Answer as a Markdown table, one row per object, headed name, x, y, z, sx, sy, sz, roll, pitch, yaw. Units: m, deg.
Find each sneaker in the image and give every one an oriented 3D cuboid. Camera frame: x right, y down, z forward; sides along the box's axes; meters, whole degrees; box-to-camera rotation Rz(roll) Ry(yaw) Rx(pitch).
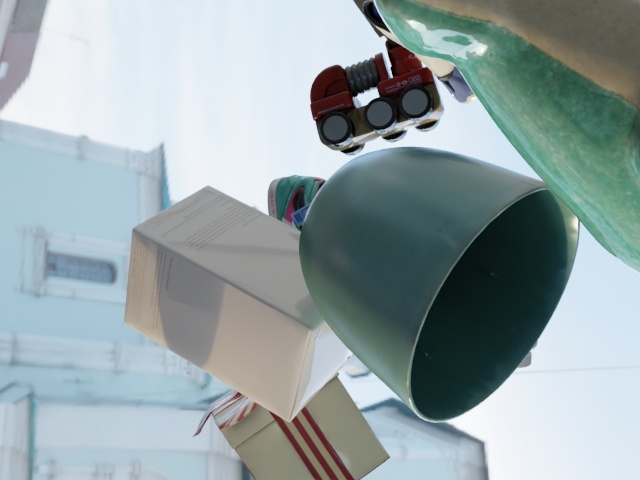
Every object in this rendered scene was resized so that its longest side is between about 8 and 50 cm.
| name | x | y | z | sx | sy | sz | roll | pitch | yaw |
| --- | --- | --- | --- | --- | --- | --- | --- | --- | --- |
| sneaker | 0.000 | 0.000 | 1.764 | 0.178 | 0.124 | 0.295 | -11 | -90 | 41 |
| sneaker | 0.151 | -0.332 | 1.232 | 0.127 | 0.182 | 0.315 | -44 | -154 | 16 |

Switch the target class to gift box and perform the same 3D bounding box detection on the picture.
| name | x | y | z | sx | sy | sz | roll | pitch | yaw |
| --- | --- | --- | --- | --- | --- | --- | --- | --- | --- |
| gift box | -0.067 | 0.342 | 1.549 | 0.258 | 0.276 | 0.255 | 59 | -16 | -4 |

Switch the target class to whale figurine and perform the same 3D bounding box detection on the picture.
| name | x | y | z | sx | sy | sz | roll | pitch | yaw |
| --- | --- | --- | --- | --- | --- | --- | --- | --- | --- |
| whale figurine | 0.140 | -0.066 | 0.419 | 0.216 | 0.272 | 0.141 | -87 | -161 | -54 |

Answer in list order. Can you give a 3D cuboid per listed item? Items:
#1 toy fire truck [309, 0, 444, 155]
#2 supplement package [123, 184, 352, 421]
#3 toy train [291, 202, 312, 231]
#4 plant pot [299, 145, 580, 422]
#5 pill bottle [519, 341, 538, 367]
| name | x | y | z | sx | sy | sz | roll | pitch | yaw |
| --- | --- | --- | --- | --- | --- | --- | --- | --- | --- |
| toy fire truck | 0.077 | -0.296 | 1.473 | 0.217 | 0.158 | 0.246 | -16 | -99 | 15 |
| supplement package | -0.103 | 0.080 | 1.203 | 0.293 | 0.177 | 0.175 | 27 | -54 | 20 |
| toy train | 0.033 | 0.009 | 1.368 | 0.105 | 0.080 | 0.184 | -29 | -95 | 2 |
| plant pot | 0.118 | 0.023 | 1.004 | 0.235 | 0.293 | 0.293 | 33 | -71 | 37 |
| pill bottle | 0.295 | 0.129 | 1.289 | 0.065 | 0.065 | 0.116 | 17 | -66 | 54 |
